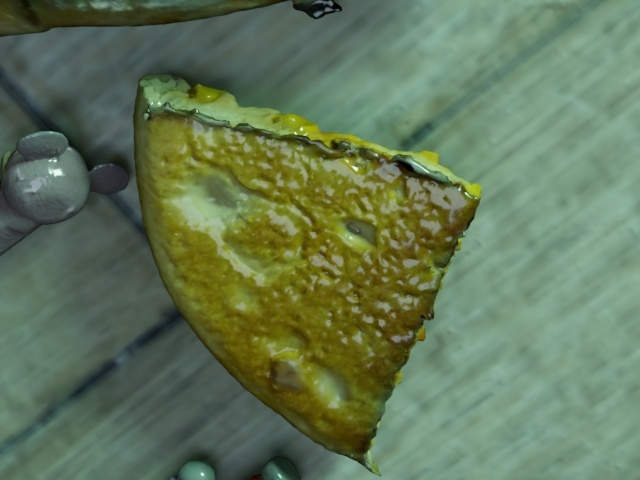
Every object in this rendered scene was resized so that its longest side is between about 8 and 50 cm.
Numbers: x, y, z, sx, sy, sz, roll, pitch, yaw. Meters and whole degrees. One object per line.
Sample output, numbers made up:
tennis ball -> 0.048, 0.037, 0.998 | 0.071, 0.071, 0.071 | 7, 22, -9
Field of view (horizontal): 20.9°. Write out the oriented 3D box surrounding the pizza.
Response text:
pizza -> 0.000, 0.000, 0.650 | 0.131, 0.041, 0.178 | -36, 102, 25

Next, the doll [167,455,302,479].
doll -> -0.077, 0.183, 0.729 | 0.227, 0.075, 0.102 | -44, 82, 13

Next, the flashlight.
flashlight -> -0.127, -0.010, 0.676 | 0.110, 0.031, 0.052 | -33, 141, 27

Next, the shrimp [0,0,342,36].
shrimp -> -0.082, -0.120, 0.569 | 0.296, 0.169, 0.058 | -3, 68, 9
